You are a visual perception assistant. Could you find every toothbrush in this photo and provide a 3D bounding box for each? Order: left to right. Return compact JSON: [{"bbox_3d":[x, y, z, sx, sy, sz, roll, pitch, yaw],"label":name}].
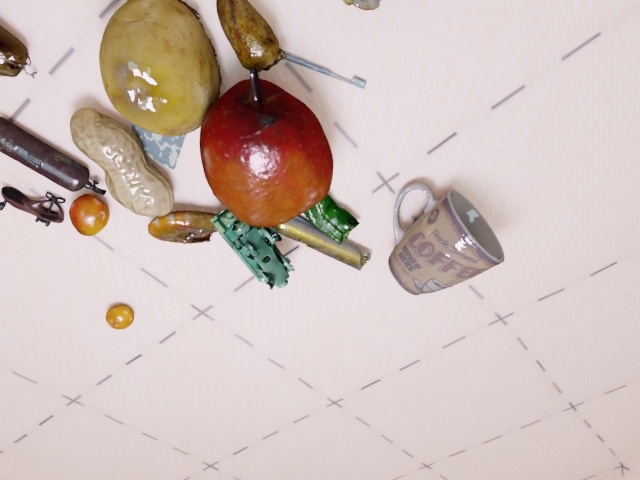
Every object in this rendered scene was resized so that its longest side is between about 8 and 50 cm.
[{"bbox_3d":[0.001,-0.381,1.000,0.219,0.016,0.019,15,123,-15],"label":"toothbrush"}]

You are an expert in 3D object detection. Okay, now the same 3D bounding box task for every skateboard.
[{"bbox_3d":[-0.726,-0.095,1.145,0.151,0.067,0.080,26,111,-28],"label":"skateboard"}]

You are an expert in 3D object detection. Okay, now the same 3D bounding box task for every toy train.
[{"bbox_3d":[-0.159,0.018,1.177,0.115,0.154,0.269,-40,137,-9],"label":"toy train"}]

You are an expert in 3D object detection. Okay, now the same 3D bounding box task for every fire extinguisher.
[{"bbox_3d":[-0.636,-0.183,1.061,0.268,0.089,0.072,35,73,-26],"label":"fire extinguisher"}]

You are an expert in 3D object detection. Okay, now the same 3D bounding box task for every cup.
[{"bbox_3d":[0.290,-0.002,1.204,0.257,0.227,0.301,-38,92,27],"label":"cup"}]

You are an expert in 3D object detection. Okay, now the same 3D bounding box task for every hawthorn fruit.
[{"bbox_3d":[-0.115,-0.204,0.945,0.285,0.284,0.369,-4,144,-1],"label":"hawthorn fruit"}]

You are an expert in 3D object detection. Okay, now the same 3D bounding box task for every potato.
[{"bbox_3d":[-0.324,-0.328,0.893,0.243,0.242,0.285,3,127,-6],"label":"potato"}]

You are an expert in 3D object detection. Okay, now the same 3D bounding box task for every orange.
[{"bbox_3d":[-0.617,0.237,1.388,0.083,0.070,0.083,0,124,1],"label":"orange"}]

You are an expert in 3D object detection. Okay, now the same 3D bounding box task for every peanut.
[{"bbox_3d":[-0.465,-0.175,1.061,0.136,0.120,0.298,-24,123,7],"label":"peanut"}]

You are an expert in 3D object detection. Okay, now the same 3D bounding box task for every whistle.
[{"bbox_3d":[0.000,0.001,1.261,0.326,0.057,0.068,26,121,-22],"label":"whistle"}]

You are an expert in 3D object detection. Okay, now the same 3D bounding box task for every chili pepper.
[{"bbox_3d":[0.016,-0.076,1.203,0.098,0.061,0.224,-36,123,15],"label":"chili pepper"}]

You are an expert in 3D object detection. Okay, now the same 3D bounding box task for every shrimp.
[{"bbox_3d":[-0.330,-0.032,1.204,0.249,0.068,0.150,-3,157,-8],"label":"shrimp"}]

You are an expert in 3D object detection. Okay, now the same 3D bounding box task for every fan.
[{"bbox_3d":[-0.376,-0.277,1.055,0.131,0.009,0.240,3,126,-8],"label":"fan"}]

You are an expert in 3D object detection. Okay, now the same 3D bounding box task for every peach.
[{"bbox_3d":[-0.588,-0.064,1.145,0.101,0.100,0.100,-2,127,-3],"label":"peach"}]

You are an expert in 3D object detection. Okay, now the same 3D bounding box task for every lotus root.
[{"bbox_3d":[-0.155,-0.430,0.908,0.094,0.108,0.190,-45,112,-16],"label":"lotus root"}]

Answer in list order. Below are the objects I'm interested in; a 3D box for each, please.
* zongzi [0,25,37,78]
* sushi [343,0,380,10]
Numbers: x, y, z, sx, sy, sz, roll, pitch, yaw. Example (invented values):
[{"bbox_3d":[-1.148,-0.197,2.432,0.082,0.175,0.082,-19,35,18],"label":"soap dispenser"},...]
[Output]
[{"bbox_3d":[-0.674,-0.451,0.851,0.248,0.111,0.241,14,119,-20],"label":"zongzi"},{"bbox_3d":[0.102,-0.562,0.793,0.184,0.139,0.274,-3,133,-4],"label":"sushi"}]
